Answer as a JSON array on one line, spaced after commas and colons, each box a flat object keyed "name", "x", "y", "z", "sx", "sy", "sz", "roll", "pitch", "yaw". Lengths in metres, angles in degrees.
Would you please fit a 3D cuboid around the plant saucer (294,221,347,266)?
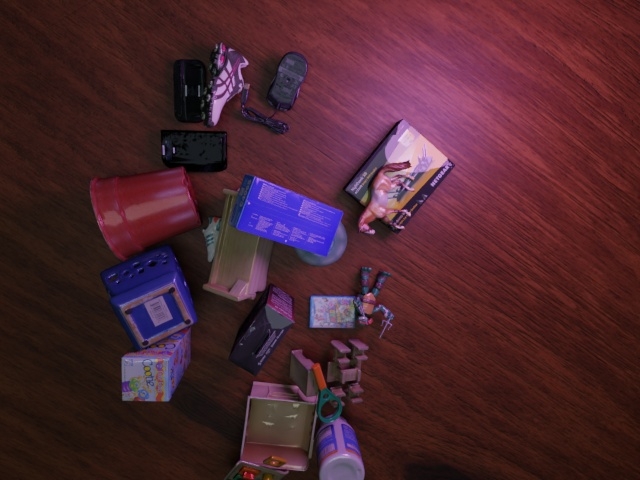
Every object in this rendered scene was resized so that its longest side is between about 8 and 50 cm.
[{"name": "plant saucer", "x": 0.000, "y": 0.000, "z": 1.501, "sx": 0.194, "sy": 0.037, "sz": 0.195, "roll": 0, "pitch": 98, "yaw": -3}]

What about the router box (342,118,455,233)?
[{"name": "router box", "x": 0.266, "y": -0.217, "z": 1.463, "sx": 0.243, "sy": 0.081, "sz": 0.309, "roll": 38, "pitch": 94, "yaw": -8}]

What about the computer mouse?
[{"name": "computer mouse", "x": -0.158, "y": -0.503, "z": 1.407, "sx": 0.184, "sy": 0.060, "sz": 0.262, "roll": 17, "pitch": 109, "yaw": -10}]

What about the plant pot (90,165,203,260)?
[{"name": "plant pot", "x": -0.532, "y": -0.104, "z": 1.350, "sx": 0.265, "sy": 0.272, "sz": 0.272, "roll": -17, "pitch": 99, "yaw": -9}]

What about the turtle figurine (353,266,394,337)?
[{"name": "turtle figurine", "x": 0.172, "y": 0.218, "z": 1.502, "sx": 0.175, "sy": 0.118, "sz": 0.234, "roll": 16, "pitch": 82, "yaw": -35}]

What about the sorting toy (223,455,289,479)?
[{"name": "sorting toy", "x": -0.232, "y": 0.849, "z": 1.513, "sx": 0.196, "sy": 0.047, "sz": 0.348, "roll": 19, "pitch": 130, "yaw": -15}]

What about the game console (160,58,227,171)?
[{"name": "game console", "x": -0.418, "y": -0.411, "z": 1.410, "sx": 0.213, "sy": 0.044, "sz": 0.361, "roll": 1, "pitch": 99, "yaw": -6}]

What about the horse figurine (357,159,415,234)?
[{"name": "horse figurine", "x": 0.219, "y": -0.142, "z": 1.397, "sx": 0.174, "sy": 0.066, "sz": 0.263, "roll": 8, "pitch": 101, "yaw": -11}]

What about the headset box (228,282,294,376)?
[{"name": "headset box", "x": -0.188, "y": 0.289, "z": 1.402, "sx": 0.110, "sy": 0.293, "sz": 0.218, "roll": 34, "pitch": 94, "yaw": -8}]

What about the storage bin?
[{"name": "storage bin", "x": -0.144, "y": 0.675, "z": 1.548, "sx": 0.260, "sy": 0.123, "sz": 0.262, "roll": 8, "pitch": 97, "yaw": -5}]

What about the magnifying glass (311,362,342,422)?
[{"name": "magnifying glass", "x": 0.013, "y": 0.520, "z": 1.444, "sx": 0.092, "sy": 0.026, "sz": 0.231, "roll": -23, "pitch": 111, "yaw": -20}]

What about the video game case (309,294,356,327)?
[{"name": "video game case", "x": 0.044, "y": 0.261, "z": 1.553, "sx": 0.166, "sy": 0.015, "sz": 0.119, "roll": 2, "pitch": 99, "yaw": -4}]

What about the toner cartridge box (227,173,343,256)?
[{"name": "toner cartridge box", "x": -0.102, "y": -0.072, "z": 1.346, "sx": 0.347, "sy": 0.075, "sz": 0.165, "roll": 19, "pitch": 91, "yaw": -36}]

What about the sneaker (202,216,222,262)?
[{"name": "sneaker", "x": -0.375, "y": -0.007, "z": 1.473, "sx": 0.075, "sy": 0.057, "sz": 0.161, "roll": 18, "pitch": 99, "yaw": 11}]

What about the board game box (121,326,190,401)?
[{"name": "board game box", "x": -0.532, "y": 0.396, "z": 1.404, "sx": 0.142, "sy": 0.275, "sz": 0.144, "roll": 2, "pitch": 98, "yaw": -4}]

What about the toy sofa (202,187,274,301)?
[{"name": "toy sofa", "x": -0.260, "y": 0.012, "z": 1.446, "sx": 0.150, "sy": 0.177, "sz": 0.363, "roll": 16, "pitch": 98, "yaw": 19}]

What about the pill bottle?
[{"name": "pill bottle", "x": 0.060, "y": 0.737, "z": 1.495, "sx": 0.152, "sy": 0.272, "sz": 0.152, "roll": 0, "pitch": 98, "yaw": -4}]

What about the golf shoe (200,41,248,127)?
[{"name": "golf shoe", "x": -0.305, "y": -0.485, "z": 1.355, "sx": 0.120, "sy": 0.105, "sz": 0.273, "roll": 14, "pitch": 85, "yaw": -31}]

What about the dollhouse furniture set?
[{"name": "dollhouse furniture set", "x": 0.030, "y": 0.468, "z": 1.545, "sx": 0.242, "sy": 0.161, "sz": 0.212, "roll": 1, "pitch": 99, "yaw": -26}]

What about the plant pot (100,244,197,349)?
[{"name": "plant pot", "x": -0.531, "y": 0.187, "z": 1.346, "sx": 0.236, "sy": 0.212, "sz": 0.236, "roll": -24, "pitch": 121, "yaw": -20}]
